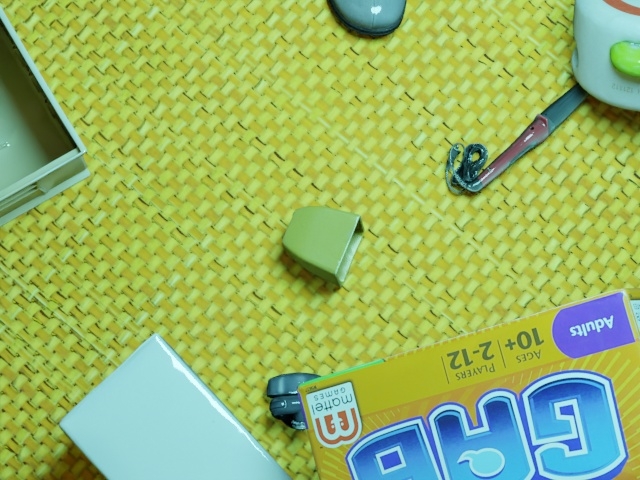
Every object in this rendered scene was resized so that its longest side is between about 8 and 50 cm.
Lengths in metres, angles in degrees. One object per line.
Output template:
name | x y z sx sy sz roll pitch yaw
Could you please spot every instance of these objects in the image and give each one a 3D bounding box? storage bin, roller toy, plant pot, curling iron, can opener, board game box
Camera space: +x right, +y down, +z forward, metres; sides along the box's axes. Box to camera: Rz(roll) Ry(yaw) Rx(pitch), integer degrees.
storage bin | -0.457 -0.141 1.598 0.260 0.123 0.262 -31 84 -9
roller toy | 0.414 -0.257 1.637 0.209 0.146 0.191 -24 44 -19
plant pot | 0.000 0.000 1.626 0.083 0.081 0.081 21 79 11
curling iron | 0.272 -0.152 1.690 0.274 0.035 0.068 -35 84 -9
can opener | 0.027 0.197 1.600 0.186 0.059 0.073 1 79 -3
board game box | 0.247 0.267 1.386 0.357 0.356 0.356 -19 80 25

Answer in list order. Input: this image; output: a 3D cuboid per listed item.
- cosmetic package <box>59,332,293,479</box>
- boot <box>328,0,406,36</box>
cosmetic package | -0.109 0.300 1.497 0.156 0.217 0.385 -41 87 -9
boot | 0.064 -0.445 1.634 0.118 0.222 0.338 -2 80 -5
